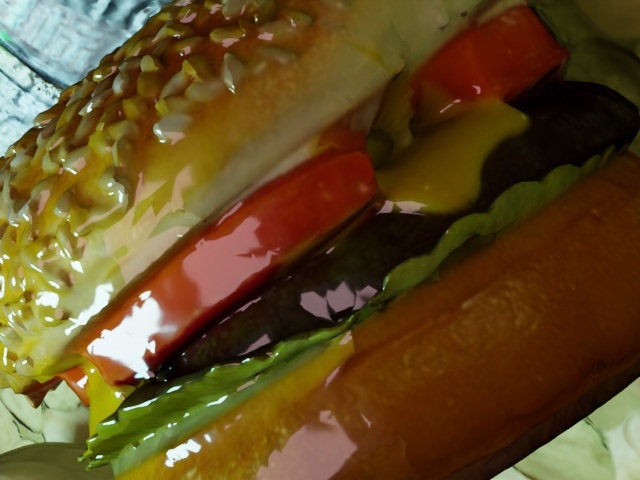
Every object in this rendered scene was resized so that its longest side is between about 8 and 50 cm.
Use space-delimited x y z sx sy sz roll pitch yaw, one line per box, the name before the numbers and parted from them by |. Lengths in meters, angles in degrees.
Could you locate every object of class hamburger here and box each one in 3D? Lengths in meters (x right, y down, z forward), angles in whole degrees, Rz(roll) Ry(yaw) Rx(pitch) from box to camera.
hamburger | 0.000 0.000 0.894 0.330 0.330 0.250 -33 87 39

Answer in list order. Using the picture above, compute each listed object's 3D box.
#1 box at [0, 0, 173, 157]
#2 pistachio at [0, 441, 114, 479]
box | -0.204 -0.096 1.104 0.198 0.084 0.310 35 128 -7
pistachio | -0.132 0.220 1.196 0.229 0.157 0.157 28 123 15
